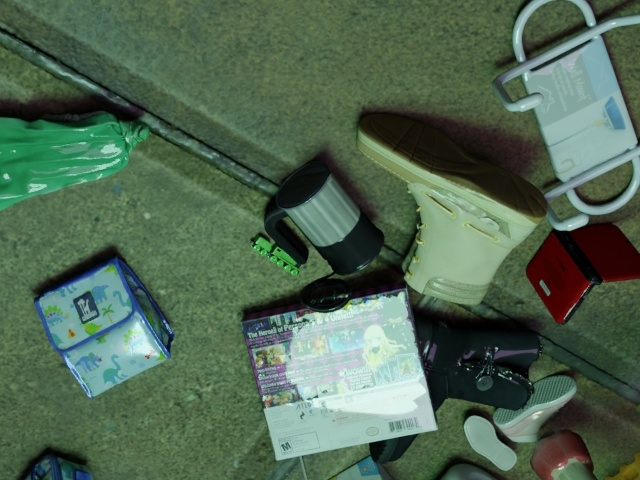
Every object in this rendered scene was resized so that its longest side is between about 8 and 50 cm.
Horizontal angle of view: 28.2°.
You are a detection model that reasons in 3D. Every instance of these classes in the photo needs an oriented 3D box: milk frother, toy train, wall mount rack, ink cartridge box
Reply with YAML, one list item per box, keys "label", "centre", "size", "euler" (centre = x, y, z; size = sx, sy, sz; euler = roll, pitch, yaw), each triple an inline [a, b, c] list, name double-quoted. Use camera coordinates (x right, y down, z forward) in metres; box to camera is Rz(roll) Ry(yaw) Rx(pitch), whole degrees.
- label: "milk frother"
  centre: [0.000, 0.000, 1.630]
  size: [0.129, 0.143, 0.134]
  euler: [-33, 122, 12]
- label: "toy train"
  centre: [-0.057, 0.019, 1.701]
  size: [0.083, 0.017, 0.023]
  euler: [33, 97, -27]
- label: "wall mount rack"
  centre: [0.396, -0.170, 1.632]
  size: [0.304, 0.130, 0.350]
  euler: [-26, 123, 3]
- label: "ink cartridge box"
  centre: [0.049, 0.409, 1.910]
  size: [0.143, 0.092, 0.090]
  euler: [-31, 122, 7]

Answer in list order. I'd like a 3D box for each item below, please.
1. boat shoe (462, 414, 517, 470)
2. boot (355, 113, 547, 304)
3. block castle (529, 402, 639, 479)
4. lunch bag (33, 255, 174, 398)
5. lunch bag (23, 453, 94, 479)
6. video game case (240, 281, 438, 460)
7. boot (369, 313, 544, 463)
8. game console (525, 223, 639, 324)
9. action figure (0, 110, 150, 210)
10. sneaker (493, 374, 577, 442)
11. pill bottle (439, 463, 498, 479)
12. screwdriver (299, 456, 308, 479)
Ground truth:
- label: "boat shoe"
  centre: [0.249, 0.301, 1.926]
  size: [0.125, 0.038, 0.046]
  euler: [41, 85, -31]
- label: "boot"
  centre: [0.137, -0.036, 1.665]
  size: [0.262, 0.095, 0.203]
  euler: [26, 132, -3]
- label: "block castle"
  centre: [0.559, 0.270, 1.858]
  size: [0.453, 0.213, 0.303]
  euler: [-42, 128, 7]
- label: "lunch bag"
  centre: [-0.281, 0.109, 1.661]
  size: [0.129, 0.096, 0.151]
  euler: [-27, 108, 6]
- label: "lunch bag"
  centre: [-0.368, 0.411, 1.737]
  size: [0.090, 0.219, 0.176]
  euler: [26, 112, -32]
- label: "video game case"
  centre: [0.027, 0.180, 1.742]
  size: [0.232, 0.042, 0.210]
  euler: [-13, 103, 6]
- label: "boot"
  centre: [0.196, 0.227, 1.835]
  size: [0.207, 0.094, 0.246]
  euler: [11, 110, -15]
- label: "game console"
  centre: [0.364, 0.045, 1.740]
  size: [0.085, 0.144, 0.124]
  euler: [23, 112, -23]
- label: "action figure"
  centre: [-0.319, -0.108, 1.537]
  size: [0.232, 0.063, 0.137]
  euler: [-11, 120, -2]
- label: "sneaker"
  centre: [0.330, 0.256, 1.913]
  size: [0.134, 0.051, 0.070]
  euler: [-30, 127, 6]
- label: "pill bottle"
  centre: [0.182, 0.479, 1.950]
  size: [0.146, 0.146, 0.264]
  euler: [28, 110, -26]
- label: "screwdriver"
  centre: [-0.035, 0.306, 1.876]
  size: [0.025, 0.024, 0.169]
  euler: [7, 130, 17]
